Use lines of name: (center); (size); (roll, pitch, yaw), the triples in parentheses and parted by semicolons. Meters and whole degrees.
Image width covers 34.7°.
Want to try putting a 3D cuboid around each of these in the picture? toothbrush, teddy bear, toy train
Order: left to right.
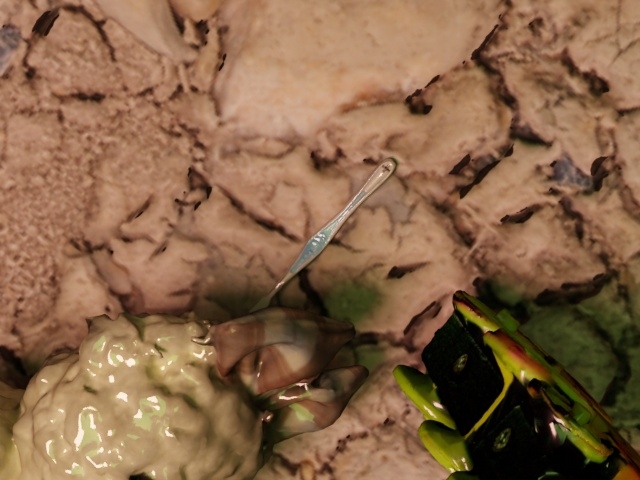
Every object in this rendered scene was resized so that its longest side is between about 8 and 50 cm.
teddy bear: (-0.182, 0.212, 0.675); (0.362, 0.375, 0.327); (2, 143, 20)
toothbrush: (0.000, 0.000, 0.771); (0.014, 0.017, 0.162); (42, 99, -5)
toy train: (0.139, 0.132, 0.651); (0.160, 0.296, 0.100); (41, 98, -12)
